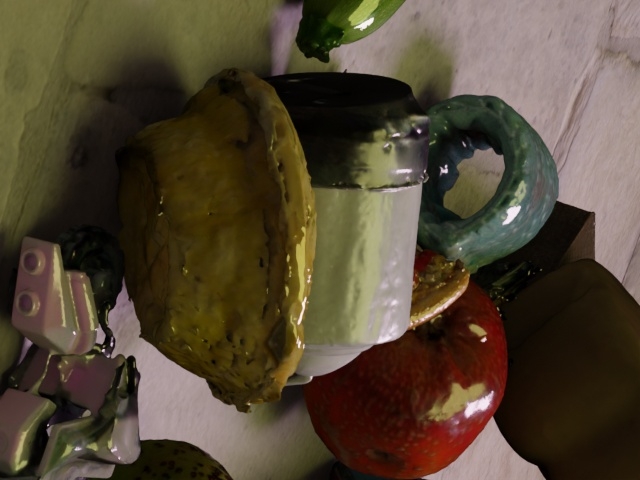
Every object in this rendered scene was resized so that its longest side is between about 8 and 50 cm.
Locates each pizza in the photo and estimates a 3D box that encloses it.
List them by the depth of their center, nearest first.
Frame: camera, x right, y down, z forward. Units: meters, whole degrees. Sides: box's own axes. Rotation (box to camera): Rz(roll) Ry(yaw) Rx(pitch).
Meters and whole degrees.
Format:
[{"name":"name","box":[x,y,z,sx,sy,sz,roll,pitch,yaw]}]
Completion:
[{"name":"pizza","box":[0.068,0.021,1.933,0.188,0.199,0.062,-25,151,-23]}]

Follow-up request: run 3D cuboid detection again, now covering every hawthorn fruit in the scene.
[{"name":"hawthorn fruit","box":[0.104,0.171,2.036,0.275,0.275,0.300,-42,147,-42]}]

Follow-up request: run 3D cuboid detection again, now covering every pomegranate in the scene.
[{"name":"pomegranate","box":[-0.151,0.322,1.715,0.248,0.214,0.214,18,94,-52]}]

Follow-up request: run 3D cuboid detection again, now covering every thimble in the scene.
[{"name":"thimble","box":[0.200,-0.070,2.100,0.143,0.198,0.235,30,75,-62]}]

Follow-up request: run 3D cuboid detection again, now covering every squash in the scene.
[{"name":"squash","box":[0.090,-0.345,1.785,0.395,0.107,0.107,-57,152,-24]}]

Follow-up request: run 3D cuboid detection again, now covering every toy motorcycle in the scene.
[{"name":"toy motorcycle","box":[-0.258,0.149,1.466,0.188,0.143,0.327,-8,109,-61]}]

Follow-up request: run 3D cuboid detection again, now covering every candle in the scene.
[{"name":"candle","box":[0.000,0.000,1.701,0.221,0.221,0.343,-19,116,-57]}]

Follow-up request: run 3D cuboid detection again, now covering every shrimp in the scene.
[{"name":"shrimp","box":[0.192,0.137,2.163,0.075,0.289,0.178,12,56,-58]}]

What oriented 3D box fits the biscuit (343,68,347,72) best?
[{"name":"biscuit","box":[0.021,-0.069,1.856,0.106,0.070,0.252,-139,-115,-70]}]

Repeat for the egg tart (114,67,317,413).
[{"name":"egg tart","box":[-0.113,0.002,1.517,0.132,0.345,0.345,-5,121,-20]}]

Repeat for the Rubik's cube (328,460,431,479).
[{"name":"Rubik's cube","box":[0.155,0.538,2.179,0.359,0.363,0.362,-123,-132,-73]}]

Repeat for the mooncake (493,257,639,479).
[{"name":"mooncake","box":[0.416,0.265,2.268,0.262,0.467,0.467,-34,156,11]}]

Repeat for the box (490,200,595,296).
[{"name":"box","box":[0.339,0.069,2.542,0.184,0.143,0.273,-56,152,-26]}]
